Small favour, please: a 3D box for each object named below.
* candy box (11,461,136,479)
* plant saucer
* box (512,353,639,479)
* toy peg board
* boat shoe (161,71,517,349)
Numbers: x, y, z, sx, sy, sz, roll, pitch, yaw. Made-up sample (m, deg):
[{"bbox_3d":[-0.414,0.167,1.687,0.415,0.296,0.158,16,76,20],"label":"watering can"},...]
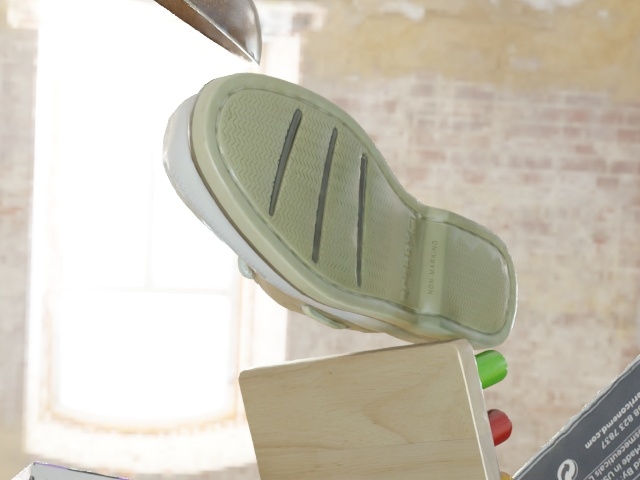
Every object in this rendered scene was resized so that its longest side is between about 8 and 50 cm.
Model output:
[{"bbox_3d":[-0.206,0.260,1.160,0.165,0.070,0.196,18,141,-33],"label":"candy box"},{"bbox_3d":[-0.169,-0.267,1.290,0.311,0.050,0.310,37,180,0],"label":"plant saucer"},{"bbox_3d":[0.327,0.313,0.963,0.294,0.212,0.395,27,-156,-35],"label":"box"},{"bbox_3d":[0.051,0.138,0.840,0.161,0.160,0.079,-11,-177,38],"label":"toy peg board"},{"bbox_3d":[0.000,0.000,0.846,0.103,0.113,0.302,-5,153,37],"label":"boat shoe"}]
